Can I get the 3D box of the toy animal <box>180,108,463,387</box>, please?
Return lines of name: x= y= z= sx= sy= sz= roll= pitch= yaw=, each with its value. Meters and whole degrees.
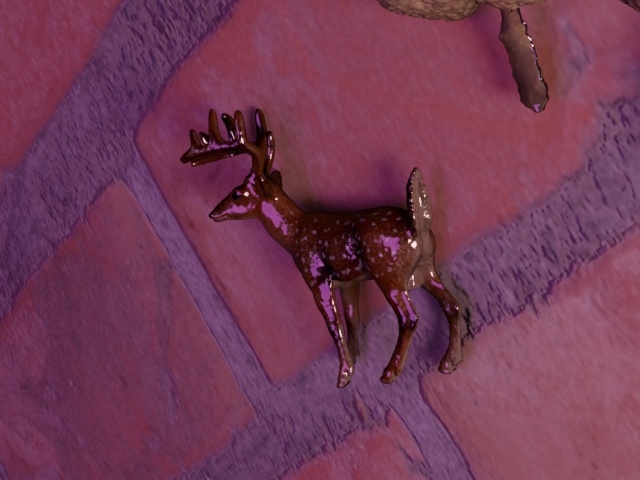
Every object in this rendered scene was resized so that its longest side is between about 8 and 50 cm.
toy animal: x=0.010 y=-0.005 z=1.244 sx=0.243 sy=0.087 sz=0.260 roll=-8 pitch=100 yaw=37

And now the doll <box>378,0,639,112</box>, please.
doll: x=0.120 y=-0.196 z=0.959 sx=0.203 sy=0.091 sz=0.286 roll=38 pitch=167 yaw=-5
